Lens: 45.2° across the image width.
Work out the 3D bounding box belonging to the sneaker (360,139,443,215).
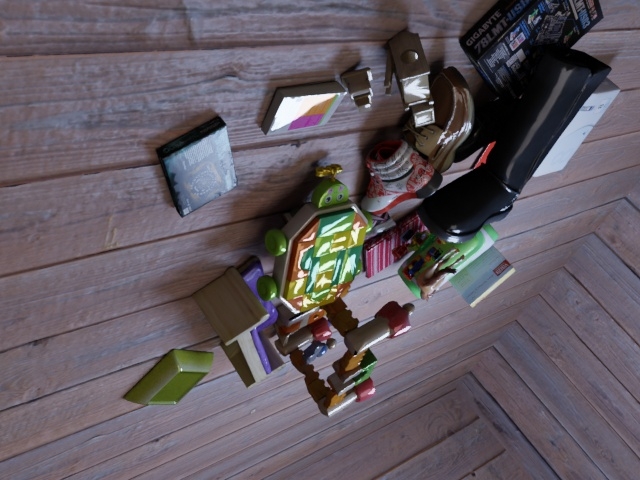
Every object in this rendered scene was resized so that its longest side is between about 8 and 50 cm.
[{"bbox_3d":[0.145,-0.148,1.749,0.270,0.145,0.090,-16,-144,57],"label":"sneaker"}]

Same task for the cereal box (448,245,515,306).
[{"bbox_3d":[0.443,0.058,2.319,0.173,0.240,0.047,-41,155,6],"label":"cereal box"}]

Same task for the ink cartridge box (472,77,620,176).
[{"bbox_3d":[0.628,-0.304,2.141,0.384,0.091,0.308,-18,148,-40],"label":"ink cartridge box"}]

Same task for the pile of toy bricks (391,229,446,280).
[{"bbox_3d":[0.273,0.008,2.123,0.212,0.118,0.105,-44,-169,-18],"label":"pile of toy bricks"}]

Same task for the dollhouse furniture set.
[{"bbox_3d":[0.130,-0.298,1.503,0.160,0.101,0.182,-14,156,5],"label":"dollhouse furniture set"}]

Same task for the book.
[{"bbox_3d":[-0.032,-0.241,1.409,0.144,0.035,0.096,-17,150,-39],"label":"book"}]

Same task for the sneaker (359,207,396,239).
[{"bbox_3d":[0.107,-0.041,1.887,0.072,0.077,0.178,-27,178,40],"label":"sneaker"}]

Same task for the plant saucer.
[{"bbox_3d":[-0.370,0.356,1.942,0.188,0.045,0.188,-44,155,11],"label":"plant saucer"}]

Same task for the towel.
[{"bbox_3d":[0.236,-0.009,2.173,0.274,0.031,0.199,-33,155,-12],"label":"towel"}]

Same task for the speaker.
[{"bbox_3d":[0.372,0.038,2.256,0.296,0.131,0.131,-40,156,9],"label":"speaker"}]

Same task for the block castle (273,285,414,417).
[{"bbox_3d":[0.057,0.229,2.006,0.212,0.303,0.453,-27,154,-27],"label":"block castle"}]

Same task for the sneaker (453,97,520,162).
[{"bbox_3d":[0.390,-0.284,1.848,0.227,0.087,0.130,-33,162,1],"label":"sneaker"}]

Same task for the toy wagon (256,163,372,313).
[{"bbox_3d":[0.000,0.000,1.673,0.267,0.068,0.345,-14,130,-37],"label":"toy wagon"}]

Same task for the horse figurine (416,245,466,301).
[{"bbox_3d":[0.320,0.093,2.093,0.174,0.066,0.263,-45,171,8],"label":"horse figurine"}]

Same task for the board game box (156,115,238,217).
[{"bbox_3d":[-0.213,-0.126,1.359,0.126,0.026,0.186,-32,154,-16],"label":"board game box"}]

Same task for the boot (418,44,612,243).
[{"bbox_3d":[0.435,-0.221,1.739,0.367,0.146,0.445,-25,153,-50],"label":"boot"}]

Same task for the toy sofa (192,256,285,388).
[{"bbox_3d":[-0.163,0.205,1.845,0.177,0.150,0.363,-32,154,-12],"label":"toy sofa"}]

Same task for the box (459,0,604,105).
[{"bbox_3d":[0.466,-0.459,1.672,0.293,0.073,0.295,-46,154,12],"label":"box"}]

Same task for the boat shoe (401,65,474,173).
[{"bbox_3d":[0.245,-0.237,1.694,0.119,0.123,0.324,-24,152,-18],"label":"boat shoe"}]

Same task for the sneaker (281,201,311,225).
[{"bbox_3d":[-0.024,-0.024,1.743,0.086,0.064,0.192,-31,152,-4],"label":"sneaker"}]
